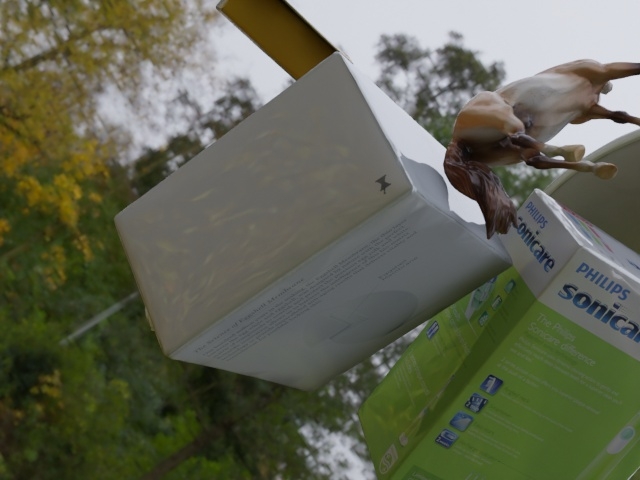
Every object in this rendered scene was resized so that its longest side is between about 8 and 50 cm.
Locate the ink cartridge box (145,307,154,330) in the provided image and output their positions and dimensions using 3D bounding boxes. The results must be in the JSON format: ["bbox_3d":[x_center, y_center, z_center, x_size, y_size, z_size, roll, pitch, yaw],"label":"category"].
[{"bbox_3d":[-0.117,-0.016,1.456,0.131,0.306,0.226,20,49,-44],"label":"ink cartridge box"}]

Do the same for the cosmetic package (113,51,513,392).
[{"bbox_3d":[0.000,0.000,0.813,0.224,0.224,0.138,28,32,-60],"label":"cosmetic package"}]

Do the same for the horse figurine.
[{"bbox_3d":[0.187,-0.096,0.814,0.174,0.263,0.066,18,-48,48],"label":"horse figurine"}]

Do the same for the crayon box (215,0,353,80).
[{"bbox_3d":[-0.065,-0.333,1.603,0.202,0.081,0.318,41,5,-14],"label":"crayon box"}]

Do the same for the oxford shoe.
[{"bbox_3d":[0.436,-0.048,1.078,0.169,0.449,0.130,64,25,-25],"label":"oxford shoe"}]

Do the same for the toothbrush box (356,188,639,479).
[{"bbox_3d":[0.202,0.131,0.918,0.206,0.283,0.122,29,20,-21],"label":"toothbrush box"}]
